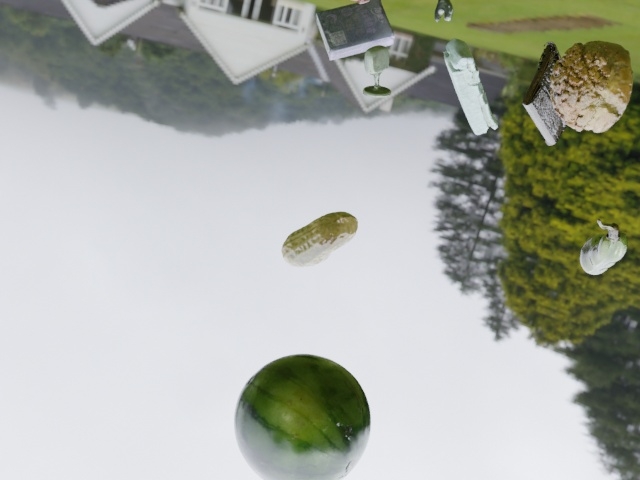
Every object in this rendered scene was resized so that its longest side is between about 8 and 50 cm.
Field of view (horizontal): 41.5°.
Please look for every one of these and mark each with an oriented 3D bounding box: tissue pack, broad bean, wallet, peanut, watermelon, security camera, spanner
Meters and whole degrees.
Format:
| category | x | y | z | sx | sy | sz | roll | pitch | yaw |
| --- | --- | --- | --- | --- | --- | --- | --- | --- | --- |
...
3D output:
| category | x | y | z | sx | sy | sz | roll | pitch | yaw |
| --- | --- | --- | --- | --- | --- | --- | --- | --- | --- |
| tissue pack | 0.079 | -0.479 | 1.912 | 0.156 | 0.112 | 0.051 | -16 | 159 | -7 |
| broad bean | 0.515 | 0.018 | 1.532 | 0.067 | 0.075 | 0.325 | -12 | 170 | 6 |
| wallet | 0.466 | -0.287 | 1.693 | 0.039 | 0.133 | 0.243 | 26 | 179 | 30 |
| peanut | 0.000 | 0.000 | 1.835 | 0.093 | 0.194 | 0.083 | 51 | -154 | -27 |
| watermelon | -0.032 | 0.320 | 1.493 | 0.242 | 0.242 | 0.242 | 13 | -162 | -4 |
| security camera | 0.104 | -0.316 | 1.568 | 0.058 | 0.092 | 0.058 | 0 | -153 | 0 |
| spanner | 0.237 | -0.540 | 1.642 | 0.015 | 0.255 | 0.054 | 8 | 165 | -32 |

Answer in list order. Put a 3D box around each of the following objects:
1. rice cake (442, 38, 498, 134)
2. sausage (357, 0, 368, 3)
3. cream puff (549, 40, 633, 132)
| category | x | y | z | sx | sy | sz | roll | pitch | yaw |
| --- | --- | --- | --- | --- | --- | --- | --- | --- | --- |
| rice cake | 0.328 | -0.330 | 1.853 | 0.336 | 0.063 | 0.066 | 41 | -155 | -62 |
| sausage | 0.161 | -0.577 | 1.857 | 0.088 | 0.088 | 0.433 | 23 | -150 | 24 |
| cream puff | 0.428 | -0.250 | 1.355 | 0.115 | 0.150 | 0.165 | 7 | 167 | -1 |
